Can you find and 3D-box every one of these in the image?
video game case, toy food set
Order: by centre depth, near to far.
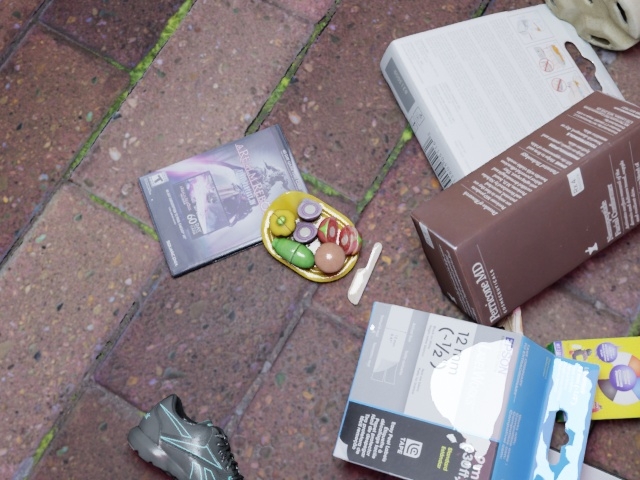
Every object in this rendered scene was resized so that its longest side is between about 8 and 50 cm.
[{"bbox_3d":[0.000,0.000,1.230,0.217,0.071,0.128,32,82,3],"label":"toy food set"},{"bbox_3d":[-0.164,-0.073,1.300,0.274,0.026,0.196,-22,74,-3],"label":"video game case"}]

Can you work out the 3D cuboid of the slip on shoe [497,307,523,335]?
[{"bbox_3d":[0.311,0.135,1.211,0.041,0.051,0.135,-9,79,12],"label":"slip on shoe"}]

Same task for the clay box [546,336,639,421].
[{"bbox_3d":[0.486,0.220,1.174,0.222,0.053,0.128,-4,75,2],"label":"clay box"}]

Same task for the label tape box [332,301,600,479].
[{"bbox_3d":[0.221,0.254,1.104,0.347,0.115,0.249,11,73,22],"label":"label tape box"}]

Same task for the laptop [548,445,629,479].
[{"bbox_3d":[0.440,0.543,0.988,0.381,0.236,0.408,22,76,8],"label":"laptop"}]

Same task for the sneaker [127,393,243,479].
[{"bbox_3d":[-0.174,0.348,1.139,0.267,0.101,0.106,35,76,11],"label":"sneaker"}]

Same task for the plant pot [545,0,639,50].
[{"bbox_3d":[0.554,-0.514,1.265,0.334,0.334,0.305,44,89,13],"label":"plant pot"}]

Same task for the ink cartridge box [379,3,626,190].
[{"bbox_3d":[0.341,-0.257,1.322,0.384,0.091,0.308,-19,73,-21],"label":"ink cartridge box"}]

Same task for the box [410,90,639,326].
[{"bbox_3d":[0.353,-0.052,1.169,0.381,0.191,0.143,-33,37,-6],"label":"box"}]
